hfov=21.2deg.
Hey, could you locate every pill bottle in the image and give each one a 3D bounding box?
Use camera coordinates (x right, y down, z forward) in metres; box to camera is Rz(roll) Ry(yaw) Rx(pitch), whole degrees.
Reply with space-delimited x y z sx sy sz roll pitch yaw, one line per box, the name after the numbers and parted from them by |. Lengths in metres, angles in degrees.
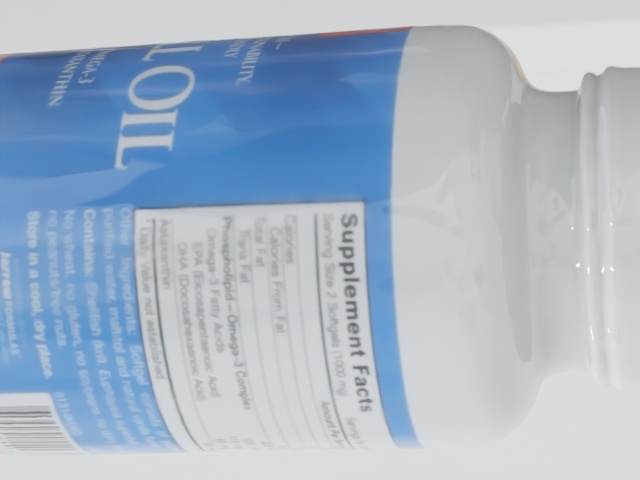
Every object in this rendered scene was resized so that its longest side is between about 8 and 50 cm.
0.000 0.000 0.502 0.221 0.124 0.124 -3 162 11 | pill bottle
